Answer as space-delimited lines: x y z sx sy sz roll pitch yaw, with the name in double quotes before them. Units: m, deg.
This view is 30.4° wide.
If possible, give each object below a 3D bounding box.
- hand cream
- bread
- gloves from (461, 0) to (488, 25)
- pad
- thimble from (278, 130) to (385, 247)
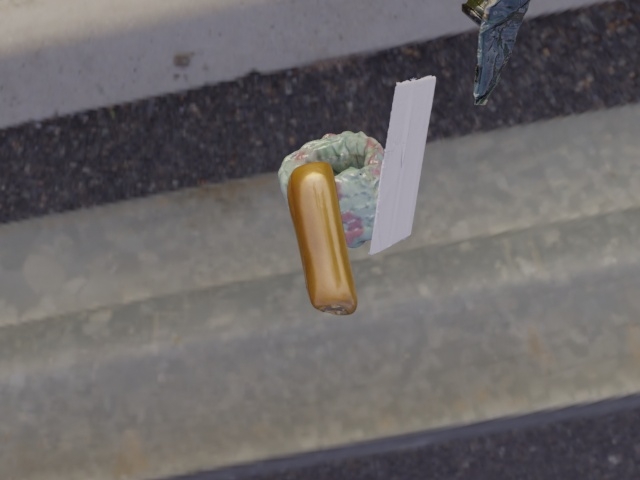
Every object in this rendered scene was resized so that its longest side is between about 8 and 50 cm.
"hand cream" 0.262 -0.302 1.653 0.075 0.052 0.248 -26 142 -30
"bread" 0.000 0.000 1.806 0.074 0.239 0.092 -6 166 -21
"gloves" 0.314 -0.443 1.816 0.107 0.135 0.268 25 100 0
"pad" 0.110 -0.102 1.557 0.004 0.156 0.232 15 106 23
"thimble" 0.039 -0.085 2.057 0.185 0.211 0.149 -37 125 -27
